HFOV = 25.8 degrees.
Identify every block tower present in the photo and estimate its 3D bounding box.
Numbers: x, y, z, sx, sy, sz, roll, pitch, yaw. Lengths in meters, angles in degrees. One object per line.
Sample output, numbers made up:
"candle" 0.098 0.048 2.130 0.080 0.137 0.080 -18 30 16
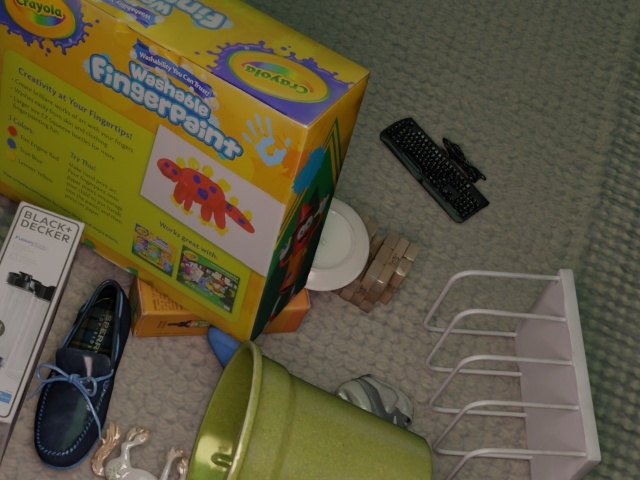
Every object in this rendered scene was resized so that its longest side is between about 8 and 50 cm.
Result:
"block tower" -0.030 -0.025 1.978 0.335 0.097 0.091 30 55 1

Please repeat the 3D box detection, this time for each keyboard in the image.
"keyboard" 0.186 -0.121 2.146 0.100 0.038 0.192 -34 76 -32

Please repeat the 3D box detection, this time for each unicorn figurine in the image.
"unicorn figurine" -0.215 0.301 1.736 0.161 0.060 0.111 24 68 23

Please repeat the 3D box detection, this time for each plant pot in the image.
"plant pot" -0.013 0.290 1.692 0.253 0.276 0.276 19 56 -13

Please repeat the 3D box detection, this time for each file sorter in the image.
"file sorter" 0.246 0.198 1.883 0.173 0.193 0.278 5 59 -13

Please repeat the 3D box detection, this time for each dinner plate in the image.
"dinner plate" 0.000 0.000 1.910 0.141 0.017 0.141 4 71 -10

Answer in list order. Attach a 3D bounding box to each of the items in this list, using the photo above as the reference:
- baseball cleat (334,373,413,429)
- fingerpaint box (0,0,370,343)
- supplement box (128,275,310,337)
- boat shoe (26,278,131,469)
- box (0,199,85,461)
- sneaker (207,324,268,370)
"baseball cleat" 0.101 0.269 1.861 0.109 0.072 0.206 -18 74 -40
"fingerpaint box" -0.197 -0.141 1.762 0.444 0.371 0.163 30 43 15
"supplement box" -0.138 0.081 1.885 0.233 0.078 0.080 -2 61 -21
"boat shoe" -0.309 0.160 1.763 0.109 0.089 0.258 7 53 0
"box" -0.384 0.117 1.722 0.087 0.169 0.290 19 55 -8
"sneaker" -0.088 0.200 1.829 0.082 0.069 0.209 -41 86 -19
